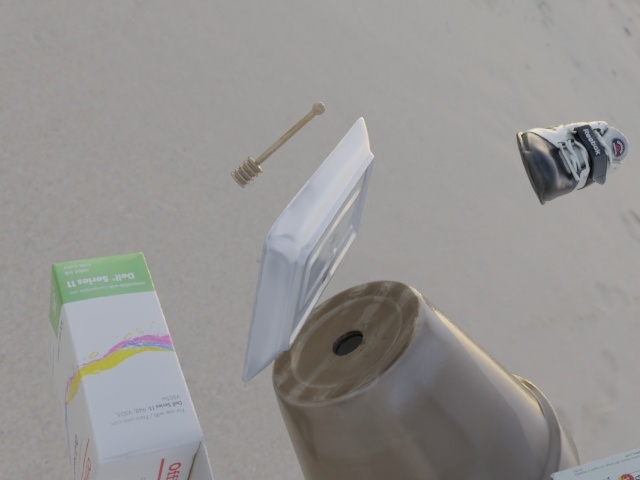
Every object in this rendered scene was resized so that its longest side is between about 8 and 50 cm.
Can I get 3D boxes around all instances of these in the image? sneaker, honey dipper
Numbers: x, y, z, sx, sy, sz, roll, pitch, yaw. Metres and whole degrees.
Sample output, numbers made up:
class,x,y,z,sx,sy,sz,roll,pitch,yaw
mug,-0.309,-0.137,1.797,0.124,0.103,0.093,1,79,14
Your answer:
class,x,y,z,sx,sy,sz,roll,pitch,yaw
sneaker,0.412,-0.142,1.344,0.330,0.146,0.122,-24,95,-62
honey dipper,-0.055,-0.134,1.156,0.030,0.161,0.030,50,5,-6

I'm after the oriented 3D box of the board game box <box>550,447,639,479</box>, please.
class,x,y,z,sx,sy,sz,roll,pitch,yaw
board game box,0.292,0.304,0.617,0.142,0.144,0.275,53,22,-43

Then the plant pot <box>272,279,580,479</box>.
class,x,y,z,sx,sy,sz,roll,pitch,yaw
plant pot,0.091,0.210,0.958,0.280,0.323,0.323,56,20,-26

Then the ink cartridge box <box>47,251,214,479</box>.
class,x,y,z,sx,sy,sz,roll,pitch,yaw
ink cartridge box,-0.234,0.213,0.990,0.119,0.207,0.353,-7,48,-25

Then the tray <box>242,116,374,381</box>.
class,x,y,z,sx,sy,sz,roll,pitch,yaw
tray,0.000,0.000,0.746,0.030,0.145,0.270,18,31,10
